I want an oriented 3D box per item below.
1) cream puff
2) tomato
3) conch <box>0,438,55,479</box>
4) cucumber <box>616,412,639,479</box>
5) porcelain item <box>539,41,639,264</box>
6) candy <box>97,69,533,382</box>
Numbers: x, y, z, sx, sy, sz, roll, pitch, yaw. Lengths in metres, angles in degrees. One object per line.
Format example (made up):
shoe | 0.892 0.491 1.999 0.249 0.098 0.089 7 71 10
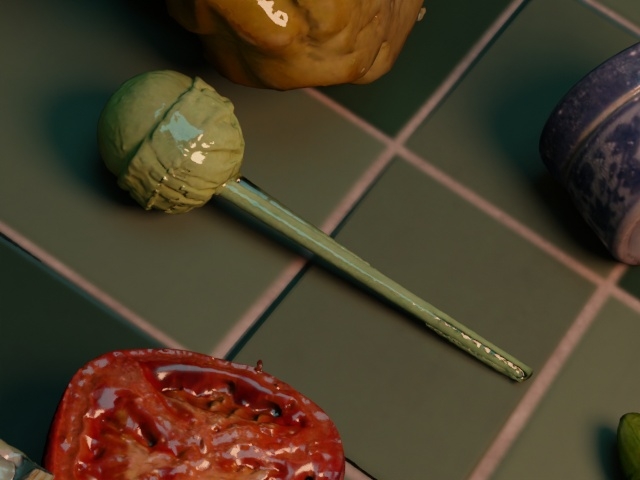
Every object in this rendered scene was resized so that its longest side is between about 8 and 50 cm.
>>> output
cream puff | -0.040 -0.269 1.362 0.257 0.291 0.324 15 68 21
tomato | -0.077 0.152 1.141 0.174 0.082 0.166 10 48 -6
conch | -0.247 0.143 1.046 0.200 0.172 0.131 20 80 31
cucumber | 0.269 0.207 1.240 0.056 0.056 0.250 -30 66 -34
porcelain item | 0.237 -0.068 1.376 0.147 0.147 0.114 -18 61 -29
candy | 0.000 0.000 1.302 0.335 0.093 0.092 33 93 -4
